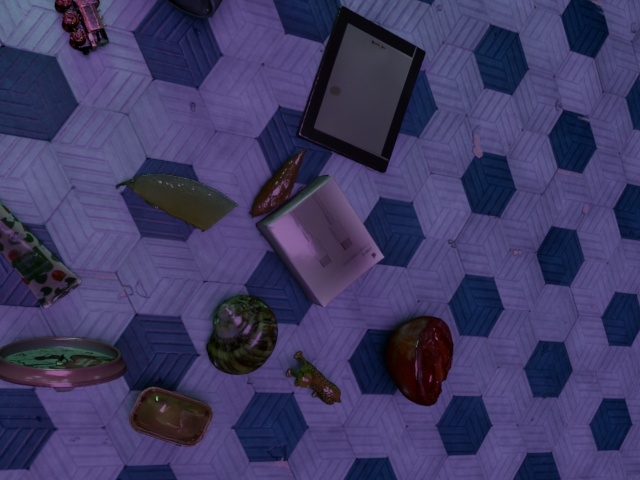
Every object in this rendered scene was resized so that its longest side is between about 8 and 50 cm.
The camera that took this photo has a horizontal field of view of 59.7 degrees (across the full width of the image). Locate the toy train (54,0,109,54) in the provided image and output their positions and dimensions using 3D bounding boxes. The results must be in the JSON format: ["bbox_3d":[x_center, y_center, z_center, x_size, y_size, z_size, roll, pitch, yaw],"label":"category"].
[{"bbox_3d":[-0.487,-0.455,1.146,0.087,0.050,0.137,-24,103,-22],"label":"toy train"}]

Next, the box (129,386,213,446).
[{"bbox_3d":[-0.333,0.390,1.246,0.177,0.111,0.111,26,84,-21],"label":"box"}]

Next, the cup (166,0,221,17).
[{"bbox_3d":[-0.231,-0.649,1.153,0.206,0.205,0.312,34,80,-21],"label":"cup"}]

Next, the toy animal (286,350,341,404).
[{"bbox_3d":[-0.003,0.358,1.357,0.073,0.136,0.181,-46,109,-13],"label":"toy animal"}]

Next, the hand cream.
[{"bbox_3d":[-0.612,0.011,1.132,0.095,0.059,0.276,-39,111,-13],"label":"hand cream"}]

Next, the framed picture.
[{"bbox_3d":[0.109,-0.376,1.410,0.265,0.016,0.346,19,88,-22],"label":"framed picture"}]

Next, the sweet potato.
[{"bbox_3d":[-0.095,-0.131,1.321,0.068,0.060,0.205,32,88,12],"label":"sweet potato"}]

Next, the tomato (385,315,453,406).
[{"bbox_3d":[0.246,0.305,1.454,0.233,0.140,0.200,-38,118,-51],"label":"tomato"}]

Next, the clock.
[{"bbox_3d":[-0.507,0.243,1.089,0.245,0.244,0.056,6,94,-22],"label":"clock"}]

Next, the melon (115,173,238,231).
[{"bbox_3d":[-0.322,-0.094,1.254,0.262,0.053,0.113,17,106,-18],"label":"melon"}]

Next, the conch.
[{"bbox_3d":[-0.187,0.218,1.281,0.187,0.124,0.181,-37,103,-7],"label":"conch"}]

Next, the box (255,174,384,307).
[{"bbox_3d":[0.000,0.000,1.351,0.203,0.106,0.251,-38,108,-17],"label":"box"}]
